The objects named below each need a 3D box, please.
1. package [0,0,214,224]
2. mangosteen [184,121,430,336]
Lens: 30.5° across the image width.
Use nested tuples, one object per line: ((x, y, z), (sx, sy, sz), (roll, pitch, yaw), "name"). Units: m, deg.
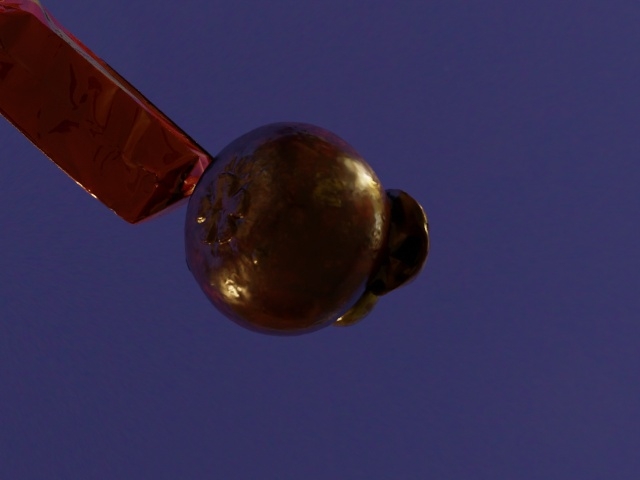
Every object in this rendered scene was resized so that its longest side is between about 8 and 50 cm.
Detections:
((-0.297, -0.173, 1.358), (0.423, 0.196, 0.123), (42, -90, -3), "package")
((-0.009, 0.007, 0.825), (0.146, 0.156, 0.181), (-52, -44, -8), "mangosteen")
